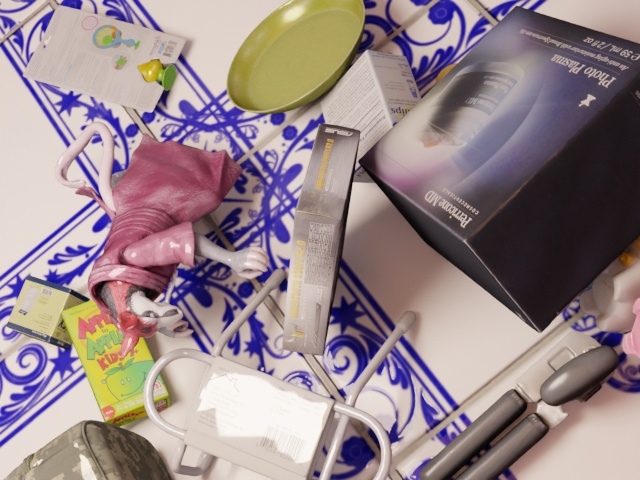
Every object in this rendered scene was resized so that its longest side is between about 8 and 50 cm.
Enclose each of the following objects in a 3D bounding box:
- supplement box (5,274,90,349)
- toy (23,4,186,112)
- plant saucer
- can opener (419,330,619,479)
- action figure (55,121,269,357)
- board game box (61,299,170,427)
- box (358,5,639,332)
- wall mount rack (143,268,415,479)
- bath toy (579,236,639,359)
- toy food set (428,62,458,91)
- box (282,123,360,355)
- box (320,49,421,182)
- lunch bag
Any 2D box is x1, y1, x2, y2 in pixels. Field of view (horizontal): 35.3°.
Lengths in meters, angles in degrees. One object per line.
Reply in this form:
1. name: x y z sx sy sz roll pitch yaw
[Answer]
1. supplement box: -0.402 0.107 1.483 0.083 0.056 0.083 15 76 23
2. toy: -0.338 -0.282 1.605 0.237 0.056 0.137 16 73 18
3. plant saucer: -0.030 -0.271 1.466 0.241 0.037 0.241 -22 45 24
4. can opener: 0.235 0.213 1.211 0.280 0.093 0.074 -43 64 5
5. action figure: -0.229 -0.009 1.319 0.248 0.275 0.370 -46 20 31
6. board game box: -0.288 0.166 1.411 0.092 0.043 0.181 -21 63 -17
7. box: 0.247 -0.098 1.198 0.294 0.183 0.296 -45 30 0
8. wall mount rack: -0.039 0.192 1.295 0.350 0.130 0.304 17 81 24
9. bath toy: 0.404 0.079 1.111 0.129 0.151 0.348 2 32 -18
10. toy food set: 0.218 -0.195 1.396 0.192 0.038 0.132 -27 71 2
11. box: 0.000 0.000 1.255 0.056 0.231 0.183 10 41 4
12. box: 0.075 -0.167 1.379 0.126 0.072 0.137 -43 54 46
13. lunch bag: -0.296 0.409 1.249 0.256 0.212 0.305 -35 63 3
